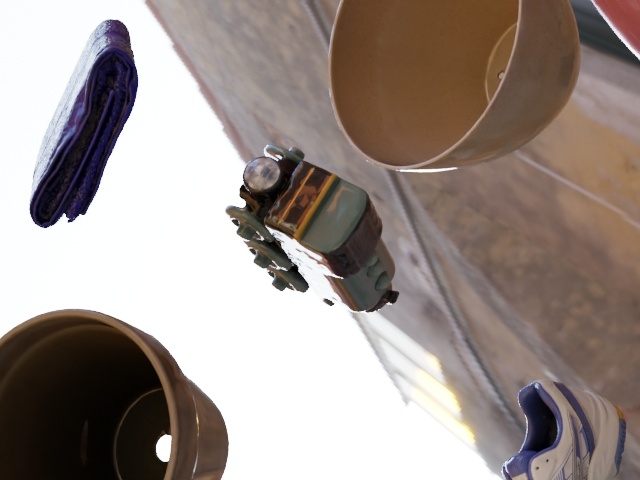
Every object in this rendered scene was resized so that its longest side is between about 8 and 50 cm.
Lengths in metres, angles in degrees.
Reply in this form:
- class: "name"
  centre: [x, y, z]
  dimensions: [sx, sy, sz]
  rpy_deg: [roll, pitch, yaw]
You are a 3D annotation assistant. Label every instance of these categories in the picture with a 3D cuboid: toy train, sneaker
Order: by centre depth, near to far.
- class: "sneaker"
  centre: [0.250, 0.296, 1.342]
  dimensions: [0.131, 0.112, 0.296]
  rpy_deg: [26, -124, -20]
- class: "toy train"
  centre: [0.000, 0.000, 1.608]
  dimensions: [0.142, 0.190, 0.334]
  rpy_deg: [-56, -25, -13]

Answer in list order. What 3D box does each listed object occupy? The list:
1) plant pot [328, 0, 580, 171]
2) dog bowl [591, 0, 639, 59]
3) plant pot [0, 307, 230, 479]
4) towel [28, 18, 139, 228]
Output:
- class: "plant pot"
  centre: [0.171, -0.203, 1.317]
  dimensions: [0.191, 0.284, 0.284]
  rpy_deg: [9, -70, -40]
- class: "dog bowl"
  centre: [0.264, -0.255, 0.704]
  dimensions: [0.408, 0.150, 0.408]
  rpy_deg: [16, -114, -39]
- class: "plant pot"
  centre: [-0.262, 0.267, 1.567]
  dimensions: [0.323, 0.323, 0.280]
  rpy_deg: [-56, -25, 2]
- class: "towel"
  centre: [-0.281, -0.150, 1.489]
  dimensions: [0.076, 0.308, 0.227]
  rpy_deg: [25, -78, -17]
